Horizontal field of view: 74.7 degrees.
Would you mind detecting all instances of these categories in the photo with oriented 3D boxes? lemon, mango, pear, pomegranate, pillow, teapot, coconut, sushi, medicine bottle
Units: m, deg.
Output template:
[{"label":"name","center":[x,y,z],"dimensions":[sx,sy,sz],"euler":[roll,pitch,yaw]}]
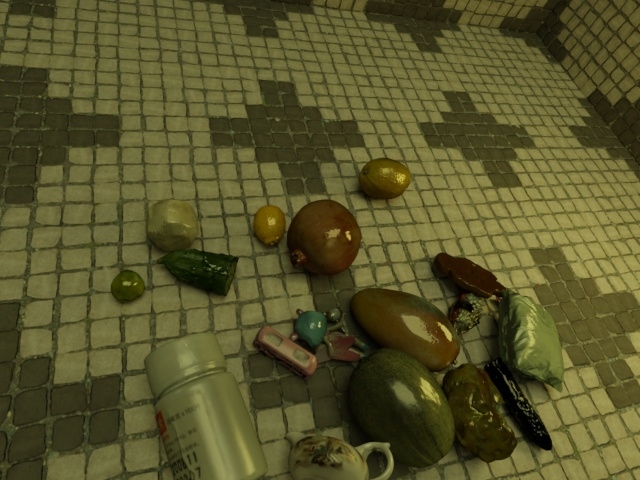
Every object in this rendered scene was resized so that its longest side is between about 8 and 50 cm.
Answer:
[{"label":"lemon","center":[0.257,-0.244,1.676],"dimensions":[0.207,0.170,0.170],"euler":[12,55,-17]},{"label":"mango","center":[0.265,0.267,1.335],"dimensions":[0.384,0.199,0.221],"euler":[30,32,23]},{"label":"pear","center":[-0.567,0.129,1.231],"dimensions":[0.092,0.092,0.097],"euler":[-7,61,-21]},{"label":"pomegranate","center":[0.000,0.000,1.403],"dimensions":[0.270,0.229,0.252],"euler":[-33,71,-25]},{"label":"pillow","center":[0.725,0.340,1.443],"dimensions":[0.283,0.138,0.310],"euler":[31,49,-23]},{"label":"teapot","center":[0.033,0.565,1.058],"dimensions":[0.298,0.204,0.139],"euler":[2,35,18]},{"label":"coconut","center":[-0.475,-0.057,1.337],"dimensions":[0.161,0.161,0.162],"euler":[-5,57,-20]},{"label":"sushi","center":[0.511,0.262,1.471],"dimensions":[0.097,0.103,0.226],"euler":[44,57,-7]},{"label":"medicine bottle","center":[-0.292,0.437,1.041],"dimensions":[0.211,0.211,0.371],"euler":[-17,64,-26]},{"label":"lemon","center":[-0.176,-0.053,1.453],"dimensions":[0.114,0.114,0.155],"euler":[4,64,-15]}]

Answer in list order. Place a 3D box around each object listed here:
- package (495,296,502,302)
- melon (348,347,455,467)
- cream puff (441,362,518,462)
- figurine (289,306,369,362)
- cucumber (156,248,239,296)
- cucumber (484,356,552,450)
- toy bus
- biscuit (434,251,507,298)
[{"label":"package","center":[0.701,0.230,1.592],"dimensions":[0.083,0.029,0.059],"euler":[-13,66,-34]},{"label":"melon","center":[0.220,0.458,1.162],"dimensions":[0.248,0.248,0.329],"euler":[-28,69,-30]},{"label":"cream puff","center":[0.449,0.519,1.253],"dimensions":[0.282,0.185,0.282],"euler":[46,24,-27]},{"label":"figurine","center":[0.040,0.282,1.310],"dimensions":[0.260,0.103,0.205],"euler":[26,56,-12]},{"label":"cucumber","center":[-0.385,0.084,1.301],"dimensions":[0.244,0.134,0.134],"euler":[13,55,-3]},{"label":"cucumber","center":[0.636,0.528,1.350],"dimensions":[0.081,0.072,0.303],"euler":[-5,58,-41]},{"label":"toy bus","center":[-0.103,0.331,1.241],"dimensions":[0.203,0.090,0.063],"euler":[31,55,5]},{"label":"biscuit","center":[0.559,0.134,1.563],"dimensions":[0.290,0.041,0.208],"euler":[30,30,14]}]
